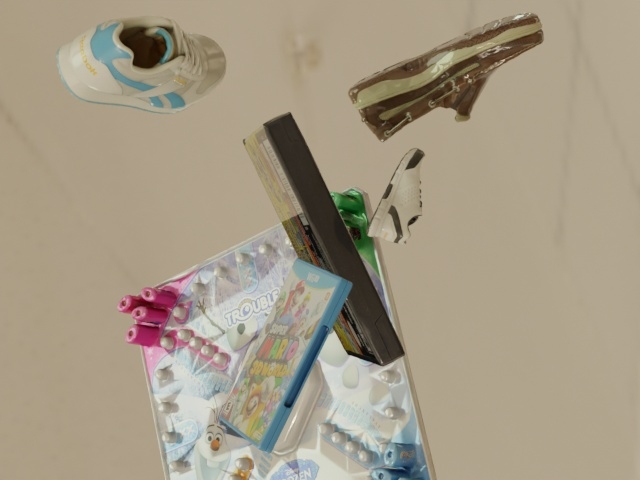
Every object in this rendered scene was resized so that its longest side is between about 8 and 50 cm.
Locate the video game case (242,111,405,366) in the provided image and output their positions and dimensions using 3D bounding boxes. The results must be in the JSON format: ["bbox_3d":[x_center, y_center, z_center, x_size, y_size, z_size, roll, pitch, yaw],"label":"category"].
[{"bbox_3d":[0.000,0.000,2.014,0.274,0.035,0.248,64,173,-3],"label":"video game case"}]

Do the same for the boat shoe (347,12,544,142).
[{"bbox_3d":[0.164,-0.191,2.280,0.095,0.257,0.095,64,-151,-9],"label":"boat shoe"}]

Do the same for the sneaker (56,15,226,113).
[{"bbox_3d":[-0.167,-0.188,1.988,0.229,0.092,0.087,-9,-103,-54],"label":"sneaker"}]

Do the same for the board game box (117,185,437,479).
[{"bbox_3d":[-0.066,0.180,2.239,0.050,0.390,0.390,11,-120,-50],"label":"board game box"}]

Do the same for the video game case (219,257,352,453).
[{"bbox_3d":[-0.033,0.101,1.699,0.015,0.119,0.166,27,-92,-22],"label":"video game case"}]

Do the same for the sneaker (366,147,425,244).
[{"bbox_3d":[0.082,-0.041,1.828,0.040,0.044,0.109,111,-176,-63],"label":"sneaker"}]
